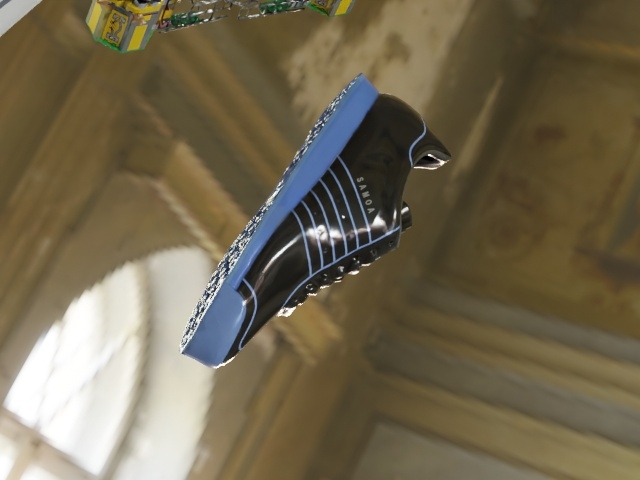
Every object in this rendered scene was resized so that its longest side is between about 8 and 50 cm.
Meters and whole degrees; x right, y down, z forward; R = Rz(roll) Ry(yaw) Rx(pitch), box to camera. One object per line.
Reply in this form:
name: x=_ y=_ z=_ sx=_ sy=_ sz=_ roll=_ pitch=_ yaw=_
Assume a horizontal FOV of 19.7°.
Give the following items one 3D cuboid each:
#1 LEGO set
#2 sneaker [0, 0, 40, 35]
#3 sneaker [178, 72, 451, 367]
LEGO set: x=-0.089 y=-0.324 z=1.655 sx=0.331 sy=0.255 sz=0.192 roll=-6 pitch=-28 yaw=-24
sneaker: x=-0.202 y=-0.167 z=0.917 sx=0.126 sy=0.321 sz=0.127 roll=22 pitch=-22 yaw=38
sneaker: x=0.000 y=0.000 z=1.220 sx=0.090 sy=0.232 sz=0.081 roll=36 pitch=-16 yaw=-7
